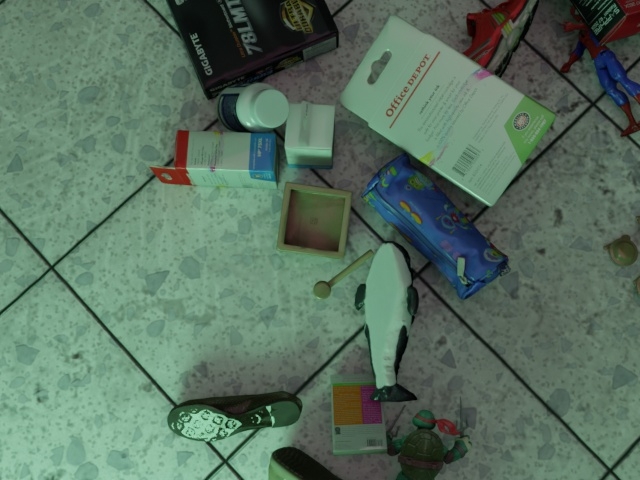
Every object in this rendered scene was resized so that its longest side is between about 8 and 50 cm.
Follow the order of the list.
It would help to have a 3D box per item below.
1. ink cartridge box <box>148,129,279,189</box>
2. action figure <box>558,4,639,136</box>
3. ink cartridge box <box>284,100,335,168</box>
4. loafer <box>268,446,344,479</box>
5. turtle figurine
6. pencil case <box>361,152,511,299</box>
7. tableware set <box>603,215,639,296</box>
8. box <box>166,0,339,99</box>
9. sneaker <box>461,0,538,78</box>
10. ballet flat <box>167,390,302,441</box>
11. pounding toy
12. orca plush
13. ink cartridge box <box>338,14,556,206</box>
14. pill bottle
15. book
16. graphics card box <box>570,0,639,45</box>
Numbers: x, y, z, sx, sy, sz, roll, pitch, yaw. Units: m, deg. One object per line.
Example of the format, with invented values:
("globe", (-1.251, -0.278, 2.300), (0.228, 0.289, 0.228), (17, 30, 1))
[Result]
("ink cartridge box", (-0.197, -0.152, 1.522), (0.230, 0.134, 0.078), (3, 80, 0))
("action figure", (0.532, -0.336, 1.568), (0.139, 0.091, 0.281), (-17, 78, -20))
("ink cartridge box", (-0.018, -0.199, 1.525), (0.089, 0.143, 0.092), (3, 79, 1))
("loafer", (0.014, 0.470, 1.408), (0.268, 0.102, 0.092), (34, 116, 26))
("turtle figurine", (0.173, 0.383, 1.426), (0.175, 0.118, 0.234), (11, 89, 14))
("pencil case", (0.211, -0.023, 1.497), (0.306, 0.133, 0.119), (47, 120, 10))
("tableware set", (0.638, 0.033, 1.537), (0.141, 0.020, 0.169), (-29, 79, -7))
("box", (-0.150, -0.472, 1.620), (0.293, 0.073, 0.296), (-22, 79, -5))
("sneaker", (0.350, -0.435, 1.591), (0.118, 0.107, 0.279), (29, 80, 11))
("ballet flat", (-0.156, 0.314, 1.475), (0.249, 0.058, 0.084), (-9, 111, 4))
("pounding toy", (0.008, 0.007, 1.516), (0.180, 0.094, 0.206), (8, 88, -3))
("orca plush", (0.153, 0.150, 1.474), (0.102, 0.151, 0.288), (9, 65, -42))
("ink cartridge box", (0.235, -0.245, 1.516), (0.353, 0.119, 0.207), (35, 102, 6))
("pill bottle", (-0.126, -0.249, 1.515), (0.094, 0.169, 0.094), (-5, 101, -27))
("book", (0.068, 0.312, 1.447), (0.096, 0.035, 0.144), (-3, 54, 3))
("graphics card box", (0.549, -0.574, 1.572), (0.232, 0.094, 0.371), (-20, 73, -26))
